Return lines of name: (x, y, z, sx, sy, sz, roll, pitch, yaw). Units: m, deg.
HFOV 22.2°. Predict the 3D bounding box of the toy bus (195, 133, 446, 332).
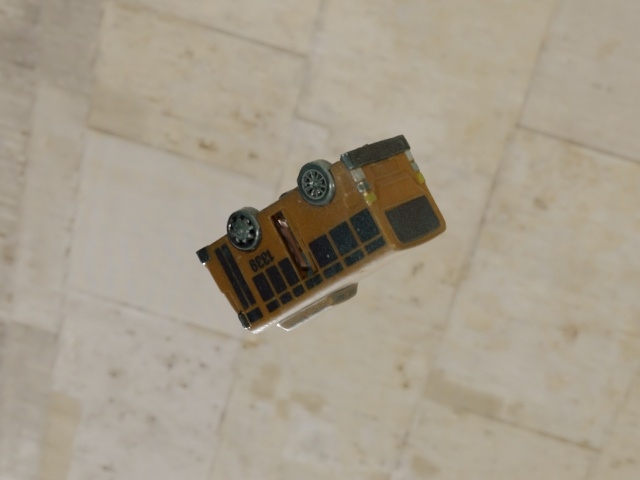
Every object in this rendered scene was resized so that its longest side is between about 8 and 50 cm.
toy bus: (0.000, 0.000, 1.275, 0.182, 0.103, 0.091, -31, 174, 38)
